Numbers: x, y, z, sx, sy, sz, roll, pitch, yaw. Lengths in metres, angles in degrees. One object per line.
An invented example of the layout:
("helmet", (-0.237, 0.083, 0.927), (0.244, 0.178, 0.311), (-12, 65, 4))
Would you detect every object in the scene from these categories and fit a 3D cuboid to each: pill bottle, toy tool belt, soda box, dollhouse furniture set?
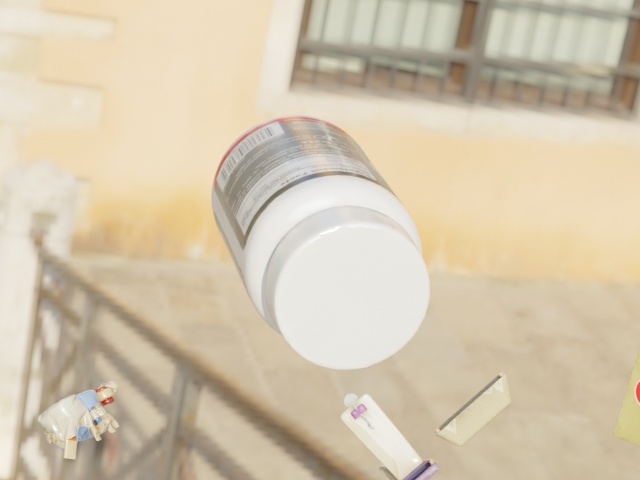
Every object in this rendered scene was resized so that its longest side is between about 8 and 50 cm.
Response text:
("pill bottle", (0.000, 0.000, 1.687), (0.161, 0.161, 0.283), (5, 20, -15))
("toy tool belt", (-0.207, 0.162, 1.657), (0.083, 0.052, 0.051), (-19, 78, -49))
("soda box", (0.347, 0.117, 1.852), (0.058, 0.181, 0.061), (20, 26, 17))
("dollhouse furniture set", (0.073, 0.115, 1.340), (0.081, 0.114, 0.091), (49, -1, 1))
